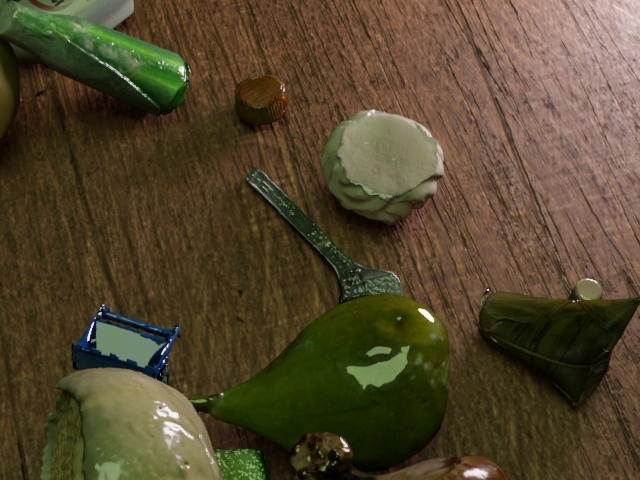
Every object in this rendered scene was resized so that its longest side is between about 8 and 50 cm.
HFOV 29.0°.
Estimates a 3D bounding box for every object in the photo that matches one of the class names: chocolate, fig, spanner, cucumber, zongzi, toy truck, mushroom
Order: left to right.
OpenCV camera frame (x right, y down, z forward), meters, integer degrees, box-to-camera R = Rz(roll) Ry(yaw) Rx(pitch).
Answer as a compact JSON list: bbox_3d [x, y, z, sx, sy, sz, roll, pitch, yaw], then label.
[{"bbox_3d":[-0.339,-0.275,1.830,0.291,0.110,0.110,19,50,-38],"label":"chocolate"},{"bbox_3d":[-0.244,0.165,1.593,0.113,0.208,0.126,16,60,5],"label":"toy truck"},{"bbox_3d":[-0.104,0.379,1.555,0.115,0.063,0.244,-8,59,-16],"label":"cucumber"},{"bbox_3d":[0.000,0.000,1.814,0.093,0.026,0.325,-35,65,-22],"label":"spanner"},{"bbox_3d":[0.017,0.177,1.605,0.314,0.233,0.233,5,57,20],"label":"fig"},{"bbox_3d":[0.105,0.342,1.475,0.267,0.267,0.255,-11,67,-10],"label":"mushroom"},{"bbox_3d":[0.311,0.095,1.669,0.205,0.204,0.094,33,52,17],"label":"zongzi"}]

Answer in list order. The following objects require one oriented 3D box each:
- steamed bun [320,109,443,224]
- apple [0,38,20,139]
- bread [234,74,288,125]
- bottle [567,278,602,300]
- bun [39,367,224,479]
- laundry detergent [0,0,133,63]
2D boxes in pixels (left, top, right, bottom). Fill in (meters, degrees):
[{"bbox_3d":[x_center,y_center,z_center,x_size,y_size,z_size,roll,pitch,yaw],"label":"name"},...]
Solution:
[{"bbox_3d":[0.089,-0.102,1.834,0.182,0.106,0.183,1,62,-2],"label":"steamed bun"},{"bbox_3d":[-0.559,-0.226,1.785,0.262,0.262,0.262,1,59,-2],"label":"apple"},{"bbox_3d":[-0.092,-0.214,1.923,0.085,0.053,0.085,-3,49,4],"label":"bread"},{"bbox_3d":[0.366,0.092,1.735,0.045,0.096,0.045,2,58,-3],"label":"bottle"},{"bbox_3d":[-0.209,0.325,1.432,0.202,0.364,0.364,1,57,-20],"label":"bun"},{"bbox_3d":[-0.461,-0.379,1.974,0.280,0.105,0.215,-31,68,-17],"label":"laundry detergent"}]
